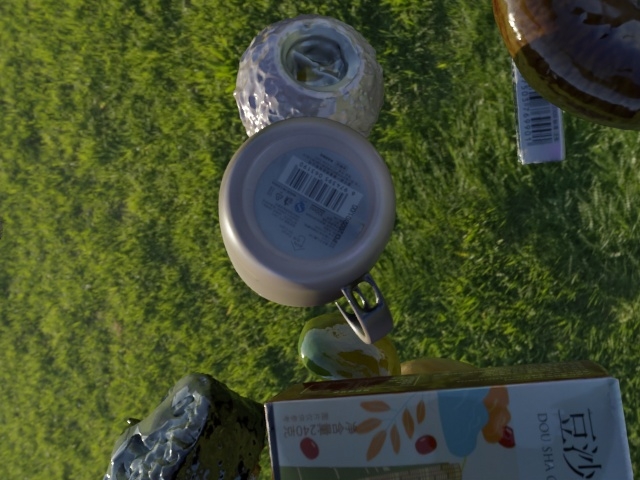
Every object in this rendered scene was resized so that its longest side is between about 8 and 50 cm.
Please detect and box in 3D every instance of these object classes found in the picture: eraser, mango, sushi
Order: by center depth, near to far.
[{"bbox_3d":[0.051,0.186,1.024,0.191,0.122,0.085,18,144,24],"label":"mango"},{"bbox_3d":[-0.242,0.398,1.052,0.348,0.207,0.234,-56,32,-12],"label":"sushi"},{"bbox_3d":[0.393,-0.286,1.123,0.086,0.130,0.287,-4,99,19],"label":"eraser"}]

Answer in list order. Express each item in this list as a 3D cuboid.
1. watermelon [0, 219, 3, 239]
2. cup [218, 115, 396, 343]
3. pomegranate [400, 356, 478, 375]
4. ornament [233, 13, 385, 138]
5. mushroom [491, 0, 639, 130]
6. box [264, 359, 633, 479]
[{"bbox_3d":[-0.365,0.018,0.633,0.180,0.081,0.094,40,102,43],"label":"watermelon"},{"bbox_3d":[0.000,0.000,0.671,0.192,0.200,0.252,-31,85,-7],"label":"cup"},{"bbox_3d":[0.259,0.451,1.427,0.412,0.411,0.411,9,107,30],"label":"pomegranate"},{"bbox_3d":[-0.022,-0.253,1.075,0.259,0.259,0.225,53,162,10],"label":"ornament"},{"bbox_3d":[0.310,-0.276,0.501,0.334,0.356,0.331,37,89,6],"label":"mushroom"},{"bbox_3d":[0.149,0.332,0.707,0.386,0.122,0.344,-8,85,14],"label":"box"}]
